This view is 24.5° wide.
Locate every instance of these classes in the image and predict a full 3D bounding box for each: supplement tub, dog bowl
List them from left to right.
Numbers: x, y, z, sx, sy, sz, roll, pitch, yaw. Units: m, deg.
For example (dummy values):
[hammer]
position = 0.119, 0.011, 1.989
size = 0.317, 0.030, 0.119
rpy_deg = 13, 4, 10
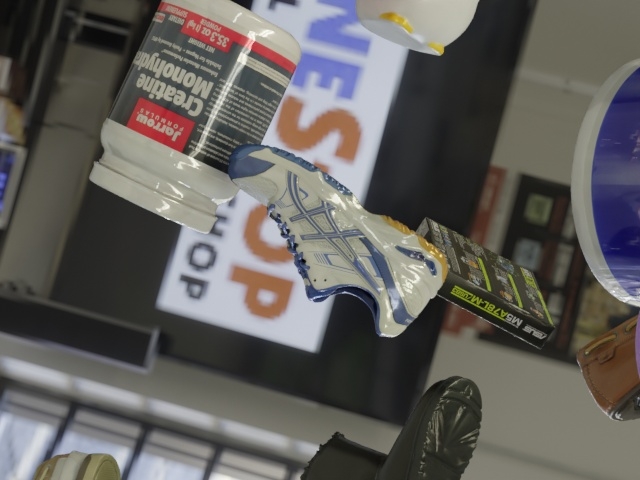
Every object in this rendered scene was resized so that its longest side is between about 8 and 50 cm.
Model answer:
[supplement tub]
position = -0.159, -0.165, 1.853
size = 0.272, 0.191, 0.191
rpy_deg = -65, 173, 1
[dog bowl]
position = 0.379, -0.058, 1.498
size = 0.265, 0.104, 0.264
rpy_deg = -3, 95, -39

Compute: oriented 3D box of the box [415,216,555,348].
[box]
position = 0.221, 0.055, 2.016
size = 0.045, 0.184, 0.190
rpy_deg = -56, -166, 17

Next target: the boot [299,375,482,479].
[boot]
position = 0.039, 0.134, 0.887
size = 0.045, 0.099, 0.121
rpy_deg = 28, 75, -38

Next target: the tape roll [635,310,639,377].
[tape roll]
position = 0.487, 0.142, 1.658
size = 0.090, 0.275, 0.274
rpy_deg = -19, 135, -32

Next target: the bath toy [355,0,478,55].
[bath toy]
position = 0.022, -0.264, 1.139
size = 0.348, 0.151, 0.129
rpy_deg = 29, 85, -48

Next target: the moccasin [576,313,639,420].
[moccasin]
position = 0.491, 0.077, 1.890
size = 0.139, 0.147, 0.380
rpy_deg = 8, 136, -46

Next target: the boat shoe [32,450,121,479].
[boat shoe]
position = -0.362, 0.410, 1.926
size = 0.302, 0.103, 0.113
rpy_deg = -68, 149, -43

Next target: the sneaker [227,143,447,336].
[sneaker]
position = 0.000, 0.000, 1.735
size = 0.131, 0.296, 0.112
rpy_deg = -56, 173, -8
